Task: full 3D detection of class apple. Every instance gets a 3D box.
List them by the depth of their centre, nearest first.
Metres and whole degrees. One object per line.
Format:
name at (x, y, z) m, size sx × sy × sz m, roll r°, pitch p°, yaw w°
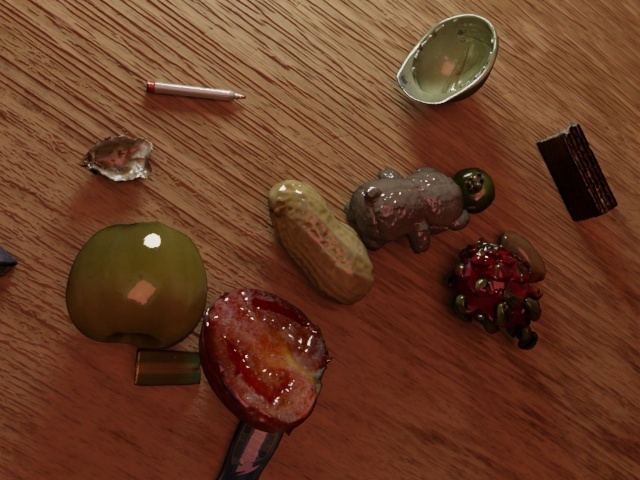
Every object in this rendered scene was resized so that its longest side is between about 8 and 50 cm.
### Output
apple at (-0.350, 0.087, 1.226) m, size 0.262 × 0.262 × 0.262 m, roll 2°, pitch 83°, yaw -16°

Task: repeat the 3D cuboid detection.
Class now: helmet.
helmet at (0.320, -0.405, 1.539) m, size 0.257 × 0.137 × 0.204 m, roll -45°, pitch 60°, yaw 0°

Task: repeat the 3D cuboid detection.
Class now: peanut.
peanut at (0.000, 0.000, 1.394) m, size 0.152 × 0.152 × 0.313 m, roll -42°, pitch 91°, yaw -17°
peanut at (0.499, 0.040, 1.572) m, size 0.076 × 0.076 × 0.152 m, roll -36°, pitch 89°, yaw -17°

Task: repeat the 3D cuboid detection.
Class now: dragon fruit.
dragon fruit at (0.427, 0.123, 1.486) m, size 0.273 × 0.218 × 0.198 m, roll 25°, pitch 115°, yaw -17°

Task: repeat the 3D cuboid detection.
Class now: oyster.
oyster at (-0.428, -0.170, 1.331) m, size 0.148 × 0.051 × 0.103 m, roll 3°, pitch 80°, yaw -32°

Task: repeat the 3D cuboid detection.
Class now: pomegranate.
pomegranate at (0.364, -0.122, 1.516) m, size 0.115 × 0.142 × 0.114 m, roll -1°, pitch 81°, yaw 8°

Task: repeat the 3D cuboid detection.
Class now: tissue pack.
tissue pack at (-0.642, 0.019, 1.192) m, size 0.112 × 0.156 × 0.051 m, roll 43°, pitch 79°, yaw -8°

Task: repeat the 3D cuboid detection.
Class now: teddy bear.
teddy bear at (0.196, -0.078, 1.454) m, size 0.267 × 0.151 × 0.236 m, roll -11°, pitch 60°, yaw -27°

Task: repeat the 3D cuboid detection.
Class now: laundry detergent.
laundry detergent at (-0.158, 0.466, 1.334) m, size 0.097 × 0.061 × 0.206 m, roll 29°, pitch 77°, yaw -12°

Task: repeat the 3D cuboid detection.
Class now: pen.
pen at (-0.273, -0.330, 1.409) m, size 0.218 × 0.026 × 0.026 m, roll 3°, pitch 83°, yaw -16°

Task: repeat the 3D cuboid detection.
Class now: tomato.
tomato at (-0.138, 0.263, 1.310) m, size 0.309 × 0.170 × 0.309 m, roll 20°, pitch 40°, yaw -18°

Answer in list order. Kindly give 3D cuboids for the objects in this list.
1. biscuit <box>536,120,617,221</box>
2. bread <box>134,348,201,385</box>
biscuit at (0.655, -0.175, 1.624) m, size 0.070 × 0.106 × 0.252 m, roll -26°, pitch 92°, yaw -19°
bread at (-0.309, 0.262, 1.301) m, size 0.139 × 0.084 × 0.074 m, roll 7°, pitch 81°, yaw -16°
